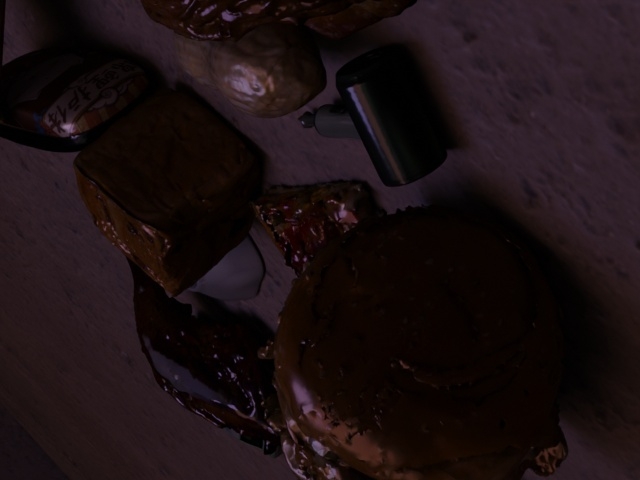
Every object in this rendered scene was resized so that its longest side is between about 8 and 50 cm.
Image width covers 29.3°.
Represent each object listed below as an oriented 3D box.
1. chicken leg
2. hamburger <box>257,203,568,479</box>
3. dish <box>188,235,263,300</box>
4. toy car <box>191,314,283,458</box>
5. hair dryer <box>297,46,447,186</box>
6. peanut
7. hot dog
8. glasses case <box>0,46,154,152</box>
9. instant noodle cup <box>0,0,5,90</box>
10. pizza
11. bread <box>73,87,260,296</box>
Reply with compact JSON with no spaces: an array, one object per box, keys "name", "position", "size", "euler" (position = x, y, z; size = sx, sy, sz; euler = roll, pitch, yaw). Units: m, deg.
[{"name":"chicken leg","position":[-0.169,0.115,1.535],"size":[0.407,0.095,0.158],"euler":[50,123,22]},{"name":"hamburger","position":[0.072,0.103,0.997],"size":[0.211,0.245,0.261],"euler":[90,175,-66]},{"name":"dish","position":[-0.150,0.005,1.425],"size":[0.190,0.066,0.191],"euler":[39,153,25]},{"name":"toy car","position":[-0.121,0.196,1.618],"size":[0.224,0.076,0.090],"euler":[41,155,22]},{"name":"hair dryer","position":[0.023,-0.102,1.009],"size":[0.197,0.057,0.100],"euler":[11,131,63]},{"name":"peanut","position":[-0.063,-0.154,1.009],"size":[0.206,0.087,0.087],"euler":[35,153,57]},{"name":"hot dog","position":[-0.036,-0.193,0.858],"size":[0.259,0.175,0.114],"euler":[15,112,56]},{"name":"glasses case","position":[-0.300,-0.163,1.391],"size":[0.321,0.122,0.082],"euler":[16,138,52]},{"name":"instant noodle cup","position":[-0.434,-0.229,1.300],"size":[0.244,0.243,0.255],"euler":[16,110,52]},{"name":"pizza","position":[0.000,0.000,1.171],"size":[0.201,0.053,0.193],"euler":[43,154,20]},{"name":"bread","position":[-0.157,-0.053,1.271],"size":[0.158,0.143,0.149],"euler":[46,160,15]}]
